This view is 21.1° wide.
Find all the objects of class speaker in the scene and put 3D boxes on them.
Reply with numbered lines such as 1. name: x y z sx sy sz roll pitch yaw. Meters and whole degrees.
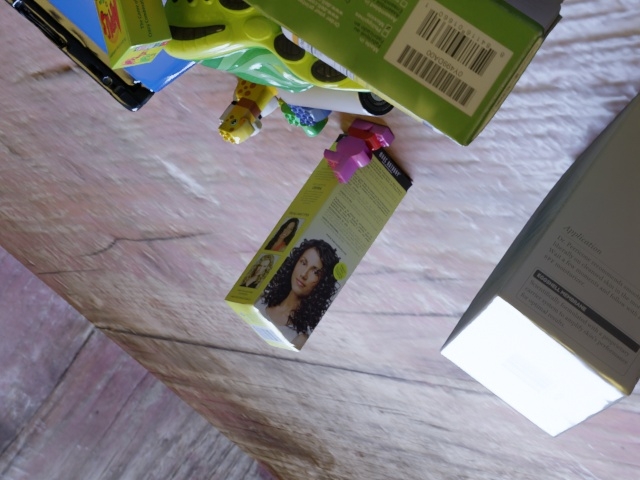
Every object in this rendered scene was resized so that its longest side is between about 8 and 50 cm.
1. speaker: 0.015 -0.155 1.693 0.136 0.055 0.055 12 151 51

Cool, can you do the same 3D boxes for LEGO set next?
1. LEGO set: -0.047 -0.125 1.823 0.227 0.093 0.087 20 156 41

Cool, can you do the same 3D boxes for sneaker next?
1. sneaker: -0.018 -0.197 1.615 0.295 0.109 0.123 15 -179 39

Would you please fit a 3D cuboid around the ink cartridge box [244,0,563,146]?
1. ink cartridge box: 0.075 -0.180 1.235 0.189 0.097 0.255 34 -160 3

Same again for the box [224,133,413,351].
1. box: 0.000 0.000 1.826 0.058 0.232 0.087 7 148 52

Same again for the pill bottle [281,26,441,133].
1. pill bottle: 0.049 -0.190 1.436 0.215 0.117 0.117 33 162 8

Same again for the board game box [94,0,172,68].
1. board game box: -0.194 -0.265 1.647 0.092 0.043 0.181 156 100 -70

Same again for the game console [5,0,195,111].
1. game console: -0.252 -0.301 1.861 0.293 0.173 0.250 43 -168 -20

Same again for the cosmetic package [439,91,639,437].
1. cosmetic package: 0.235 0.026 1.469 0.138 0.224 0.224 37 162 3
